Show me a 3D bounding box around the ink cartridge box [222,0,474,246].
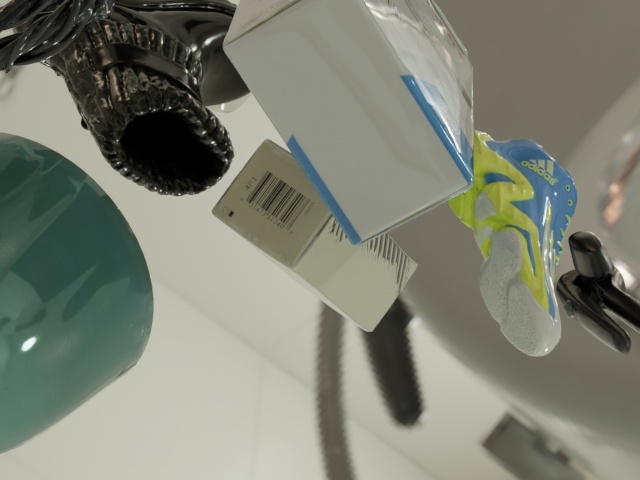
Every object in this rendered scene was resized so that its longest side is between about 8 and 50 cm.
[{"bbox_3d":[0.035,-0.167,1.720,0.129,0.223,0.307,-29,-162,16],"label":"ink cartridge box"}]

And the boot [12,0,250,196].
[{"bbox_3d":[-0.146,-0.158,2.025,0.260,0.348,0.131,46,-59,38],"label":"boot"}]

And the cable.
[{"bbox_3d":[-0.248,-0.186,1.568,0.150,0.047,0.184,-13,-157,10],"label":"cable"}]

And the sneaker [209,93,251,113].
[{"bbox_3d":[-0.048,-0.260,2.380,0.292,0.118,0.110,-50,160,27],"label":"sneaker"}]

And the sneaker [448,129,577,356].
[{"bbox_3d":[0.206,-0.008,1.780,0.091,0.126,0.240,120,-45,-57],"label":"sneaker"}]

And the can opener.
[{"bbox_3d":[0.230,0.053,1.532,0.059,0.073,0.186,-32,-160,6],"label":"can opener"}]

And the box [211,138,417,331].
[{"bbox_3d":[0.000,0.000,1.880,0.113,0.275,0.094,35,-92,22],"label":"box"}]

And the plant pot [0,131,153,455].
[{"bbox_3d":[-0.342,0.076,1.765,0.293,0.293,0.235,-32,-172,38],"label":"plant pot"}]
